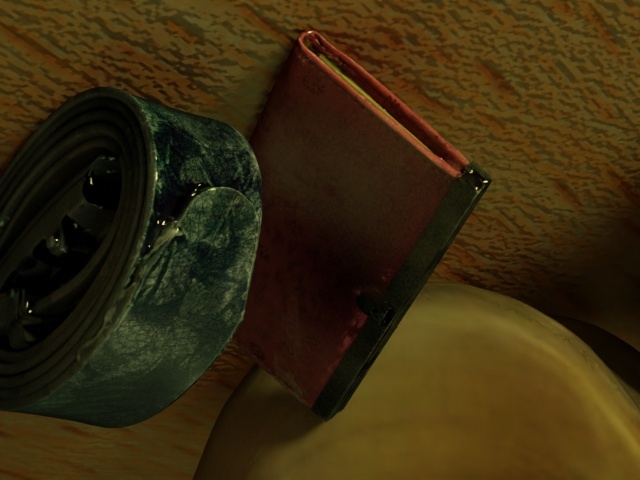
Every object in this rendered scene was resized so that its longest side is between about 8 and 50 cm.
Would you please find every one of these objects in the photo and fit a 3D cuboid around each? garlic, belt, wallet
[{"bbox_3d":[0.074,0.158,1.008,0.340,0.246,0.231,-25,165,16],"label":"garlic"},{"bbox_3d":[-0.102,0.010,0.767,0.082,0.141,0.190,13,137,-40],"label":"belt"},{"bbox_3d":[0.000,0.000,0.836,0.025,0.119,0.232,-39,166,-37],"label":"wallet"}]
